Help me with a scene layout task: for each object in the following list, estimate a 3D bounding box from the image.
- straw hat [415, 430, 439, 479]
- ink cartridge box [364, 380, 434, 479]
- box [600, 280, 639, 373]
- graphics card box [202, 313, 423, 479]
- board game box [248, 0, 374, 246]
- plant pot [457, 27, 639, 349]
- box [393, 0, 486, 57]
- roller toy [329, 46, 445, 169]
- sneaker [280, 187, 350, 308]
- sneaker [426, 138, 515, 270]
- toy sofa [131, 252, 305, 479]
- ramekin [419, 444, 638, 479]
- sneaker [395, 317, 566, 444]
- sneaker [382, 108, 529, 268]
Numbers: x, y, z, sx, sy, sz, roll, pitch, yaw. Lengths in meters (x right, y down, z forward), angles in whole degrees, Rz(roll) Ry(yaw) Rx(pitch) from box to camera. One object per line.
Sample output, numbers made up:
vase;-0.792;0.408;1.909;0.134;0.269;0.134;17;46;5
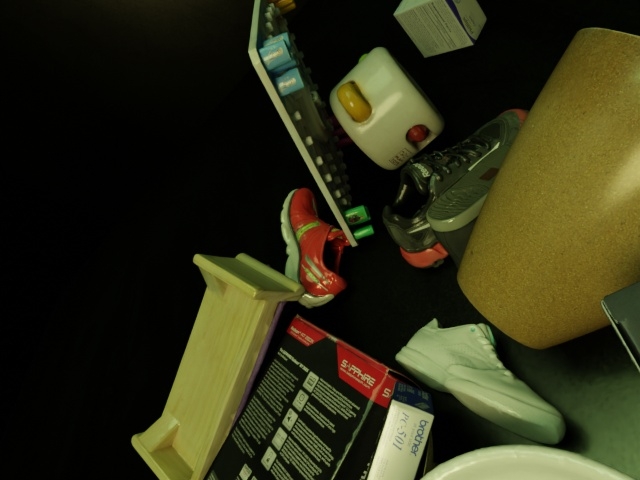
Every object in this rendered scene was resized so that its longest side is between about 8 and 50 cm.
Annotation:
straw hat;0.121;0.271;0.451;0.061;0.144;0.144;17;70;13
ink cartridge box;0.066;0.262;0.457;0.046;0.097;0.207;17;87;14
box;0.284;0.114;0.253;0.108;0.207;0.153;-34;38;29
graphics card box;-0.040;0.311;0.595;0.233;0.094;0.370;15;72;55
board game box;-0.006;-0.246;0.805;0.050;0.390;0.389;-20;42;13
plant pot;0.261;-0.022;0.425;0.254;0.237;0.237;-57;29;26
box;0.246;-0.462;0.901;0.137;0.126;0.072;16;72;55
roller toy;0.116;-0.231;0.794;0.146;0.191;0.209;-39;19;24
sneaker;0.000;0.000;0.842;0.118;0.107;0.279;-26;49;20
sneaker;0.244;-0.045;0.565;0.222;0.118;0.083;-35;28;-6
toy sofa;-0.154;0.212;0.734;0.150;0.177;0.362;25;96;35
ramekin;0.170;0.300;0.291;0.277;0.135;0.277;-32;38;29
sneaker;0.180;0.140;0.494;0.094;0.080;0.212;-50;30;-14
sneaker;0.194;-0.091;0.624;0.276;0.135;0.097;-49;31;7
